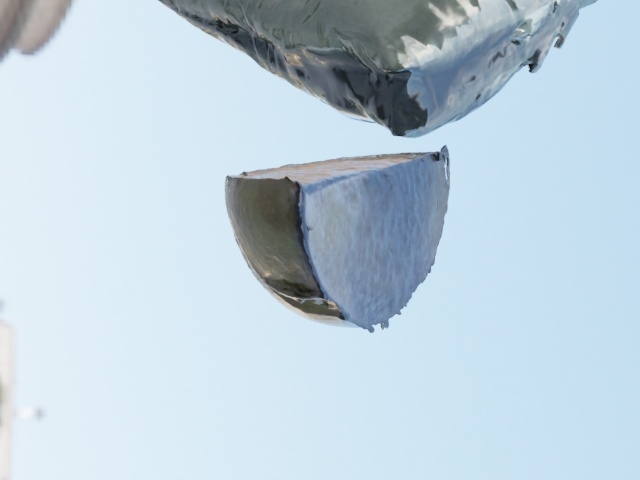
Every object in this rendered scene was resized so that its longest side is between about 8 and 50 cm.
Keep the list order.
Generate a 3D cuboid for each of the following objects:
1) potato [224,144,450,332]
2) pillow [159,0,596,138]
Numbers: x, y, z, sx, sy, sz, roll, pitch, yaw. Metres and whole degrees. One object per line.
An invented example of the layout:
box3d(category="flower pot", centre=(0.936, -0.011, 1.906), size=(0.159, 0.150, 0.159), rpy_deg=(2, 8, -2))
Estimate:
box3d(category="potato", centre=(-0.001, 0.000, 1.073), size=(0.100, 0.261, 0.120), rpy_deg=(3, -82, 25))
box3d(category="pillow", centre=(0.068, -0.117, 0.514), size=(0.148, 0.229, 0.050), rpy_deg=(34, -32, 43))
